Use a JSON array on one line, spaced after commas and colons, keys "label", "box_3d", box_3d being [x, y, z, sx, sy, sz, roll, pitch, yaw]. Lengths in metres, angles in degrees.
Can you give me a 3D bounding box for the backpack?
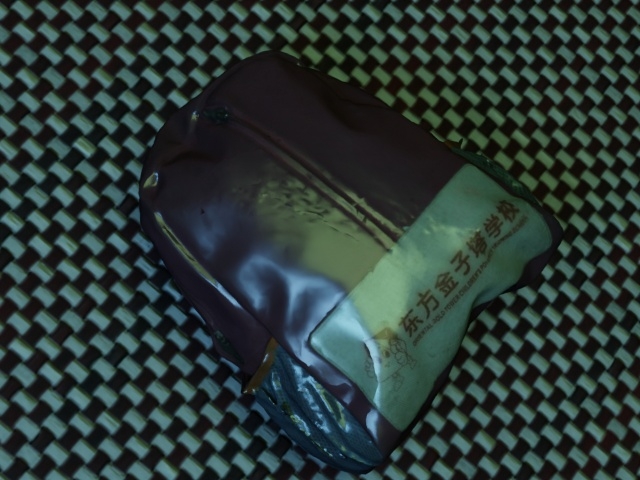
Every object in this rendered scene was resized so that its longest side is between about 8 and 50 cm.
[{"label": "backpack", "box_3d": [0.000, 0.000, 1.151, 0.317, 0.197, 0.283, 40, 67, 4]}]
